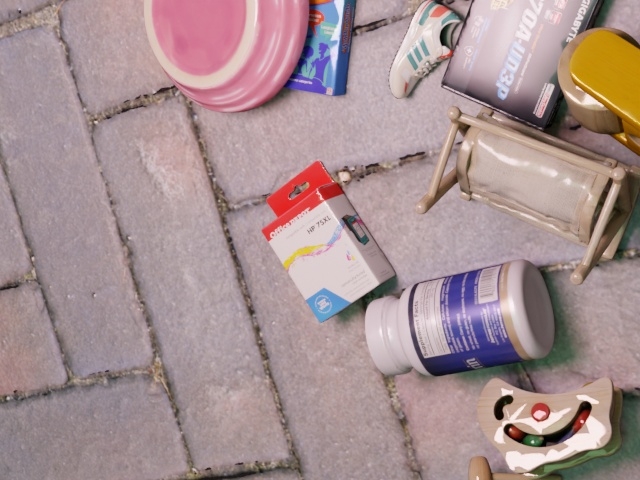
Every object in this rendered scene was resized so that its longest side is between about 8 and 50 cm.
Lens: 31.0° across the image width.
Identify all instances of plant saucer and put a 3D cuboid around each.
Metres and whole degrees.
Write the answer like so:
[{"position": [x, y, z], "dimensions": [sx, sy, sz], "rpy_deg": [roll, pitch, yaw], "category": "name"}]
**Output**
[{"position": [-0.169, -0.369, 1.844], "dimensions": [0.332, 0.084, 0.332], "rpy_deg": [8, 104, 37], "category": "plant saucer"}]

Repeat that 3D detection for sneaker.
[{"position": [0.162, -0.282, 1.757], "dimensions": [0.075, 0.057, 0.161], "rpy_deg": [30, 110, 23], "category": "sneaker"}]

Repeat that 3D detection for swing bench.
[{"position": [0.305, -0.077, 1.629], "dimensions": [0.253, 0.255, 0.165], "rpy_deg": [24, 106, 19], "category": "swing bench"}]

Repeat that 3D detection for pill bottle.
[{"position": [0.211, 0.126, 1.772], "dimensions": [0.265, 0.153, 0.153], "rpy_deg": [-14, 95, 28], "category": "pill bottle"}]

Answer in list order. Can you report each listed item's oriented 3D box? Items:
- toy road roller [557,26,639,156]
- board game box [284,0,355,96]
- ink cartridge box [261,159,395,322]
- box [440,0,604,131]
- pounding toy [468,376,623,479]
[{"position": [0.506, -0.207, 1.535], "dimensions": [0.329, 0.202, 0.240], "rpy_deg": [37, 92, 20], "category": "toy road roller"}, {"position": [-0.028, -0.347, 1.840], "dimensions": [0.160, 0.047, 0.210], "rpy_deg": [13, 106, 24], "category": "board game box"}, {"position": [0.000, 0.000, 1.887], "dimensions": [0.134, 0.078, 0.231], "rpy_deg": [-36, 84, 27], "category": "ink cartridge box"}, {"position": [0.296, -0.295, 1.694], "dimensions": [0.175, 0.051, 0.220], "rpy_deg": [27, 112, 17], "category": "box"}, {"position": [0.344, 0.289, 1.793], "dimensions": [0.269, 0.155, 0.154], "rpy_deg": [-23, 63, 19], "category": "pounding toy"}]
